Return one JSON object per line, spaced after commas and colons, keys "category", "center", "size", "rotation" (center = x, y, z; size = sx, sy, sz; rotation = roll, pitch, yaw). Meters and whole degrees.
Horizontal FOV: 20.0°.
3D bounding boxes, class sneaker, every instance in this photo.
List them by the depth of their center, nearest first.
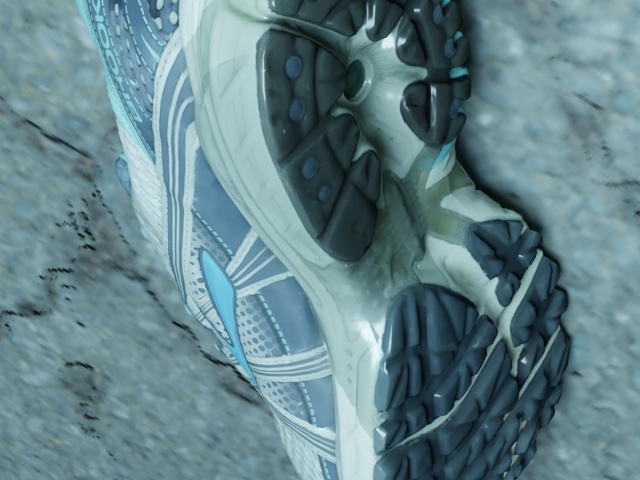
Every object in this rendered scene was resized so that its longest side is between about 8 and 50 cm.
{"category": "sneaker", "center": [0.000, 0.000, 0.619], "size": [0.122, 0.110, 0.283], "rotation": [21, 141, 39]}
